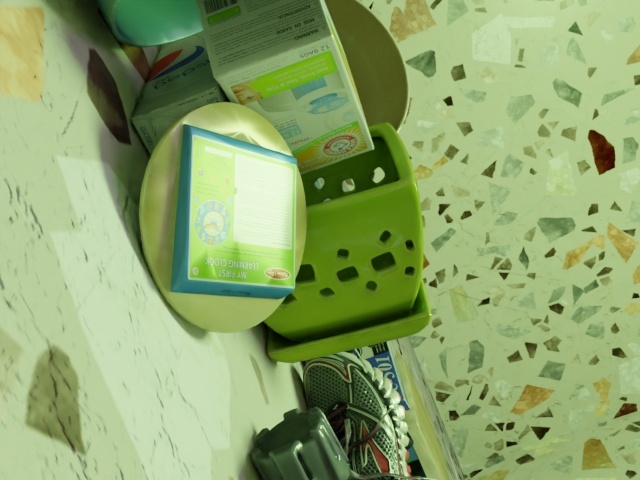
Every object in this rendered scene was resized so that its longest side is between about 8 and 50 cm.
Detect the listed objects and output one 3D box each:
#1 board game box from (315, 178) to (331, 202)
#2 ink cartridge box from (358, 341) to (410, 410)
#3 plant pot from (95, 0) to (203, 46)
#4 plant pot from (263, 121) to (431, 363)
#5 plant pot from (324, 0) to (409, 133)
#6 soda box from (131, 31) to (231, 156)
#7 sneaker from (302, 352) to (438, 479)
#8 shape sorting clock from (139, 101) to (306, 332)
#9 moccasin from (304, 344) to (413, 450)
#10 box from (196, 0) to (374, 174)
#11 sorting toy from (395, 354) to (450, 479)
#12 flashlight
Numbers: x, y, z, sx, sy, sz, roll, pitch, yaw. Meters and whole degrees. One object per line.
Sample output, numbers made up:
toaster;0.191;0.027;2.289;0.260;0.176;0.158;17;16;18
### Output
board game box;-0.019;-0.122;1.688;0.317;0.046;0.213;-96;163;-61
ink cartridge box;0.075;0.202;1.287;0.046;0.097;0.207;60;12;-51
plant pot;-0.131;-0.360;0.693;0.235;0.293;0.293;55;8;-1
plant pot;0.012;0.009;0.914;0.227;0.228;0.207;-95;170;-64
plant pot;-0.035;-0.215;1.144;0.191;0.284;0.284;-35;-108;62
soda box;-0.127;-0.158;0.834;0.286;0.091;0.098;-97;166;-59
sneaker;0.048;0.263;0.904;0.112;0.121;0.299;12;44;-45
shape sorting clock;-0.081;-0.020;0.684;0.206;0.040;0.206;9;79;-53
moccasin;0.039;0.151;1.087;0.138;0.117;0.341;33;37;-78
box;-0.028;-0.162;0.762;0.203;0.114;0.103;59;14;-63
sorting toy;0.179;0.405;1.514;0.255;0.089;0.257;-91;159;-69
flashlight;0.033;0.305;0.733;0.103;0.103;0.304;-33;102;-40
